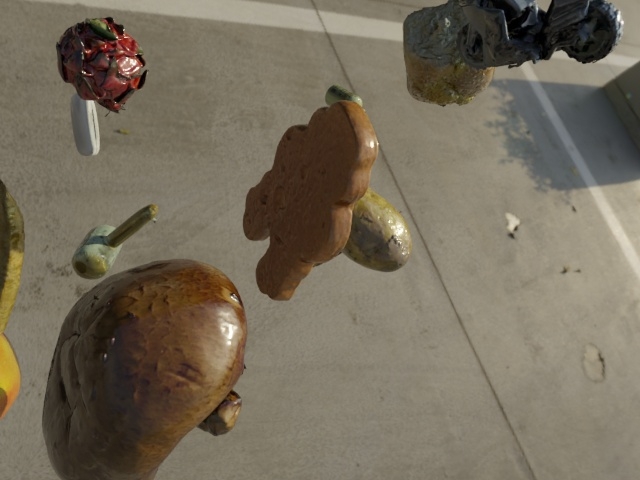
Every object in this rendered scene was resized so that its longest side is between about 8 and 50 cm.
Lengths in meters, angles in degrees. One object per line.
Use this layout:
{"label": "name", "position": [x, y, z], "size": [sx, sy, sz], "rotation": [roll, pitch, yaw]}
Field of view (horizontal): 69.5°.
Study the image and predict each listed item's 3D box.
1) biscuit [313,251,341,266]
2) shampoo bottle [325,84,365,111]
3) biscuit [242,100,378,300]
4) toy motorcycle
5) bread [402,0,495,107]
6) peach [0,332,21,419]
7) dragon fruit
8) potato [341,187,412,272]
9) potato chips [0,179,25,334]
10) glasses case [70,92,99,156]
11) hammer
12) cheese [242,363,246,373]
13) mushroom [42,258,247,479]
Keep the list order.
{"label": "biscuit", "position": [0.000, 0.000, 1.730], "size": [0.318, 0.318, 0.040], "rotation": [-7, 52, -35]}
{"label": "shampoo bottle", "position": [0.091, -0.460, 1.554], "size": [0.079, 0.079, 0.162], "rotation": [-17, 46, -38]}
{"label": "biscuit", "position": [-0.024, -0.054, 0.655], "size": [0.047, 0.334, 0.202], "rotation": [-2, 60, -33]}
{"label": "toy motorcycle", "position": [0.305, -0.337, 0.690], "size": [0.106, 0.270, 0.159], "rotation": [-36, 119, -19]}
{"label": "bread", "position": [0.286, -0.406, 1.038], "size": [0.246, 0.195, 0.176], "rotation": [38, 42, -71]}
{"label": "peach", "position": [-0.923, 0.333, 1.194], "size": [0.242, 0.380, 0.306], "rotation": [-55, 134, -26]}
{"label": "dragon fruit", "position": [-0.603, -0.463, 1.272], "size": [0.234, 0.293, 0.234], "rotation": [8, 41, -7]}
{"label": "potato", "position": [0.156, -0.021, 1.387], "size": [0.266, 0.229, 0.229], "rotation": [33, 50, 9]}
{"label": "potato chips", "position": [-0.668, 0.062, 0.956], "size": [0.057, 0.407, 0.080], "rotation": [22, 13, 13]}
{"label": "glasses case", "position": [-0.732, -0.360, 1.435], "size": [0.049, 0.074, 0.193], "rotation": [-31, 121, -65]}
{"label": "hammer", "position": [-0.596, -0.019, 1.380], "size": [0.113, 0.305, 0.202], "rotation": [48, 16, -31]}
{"label": "cheese", "position": [-0.291, 0.425, 1.320], "size": [0.106, 0.256, 0.037], "rotation": [35, 19, 15]}
{"label": "mushroom", "position": [-0.172, 0.114, 0.416], "size": [0.194, 0.231, 0.138], "rotation": [40, 11, 30]}
